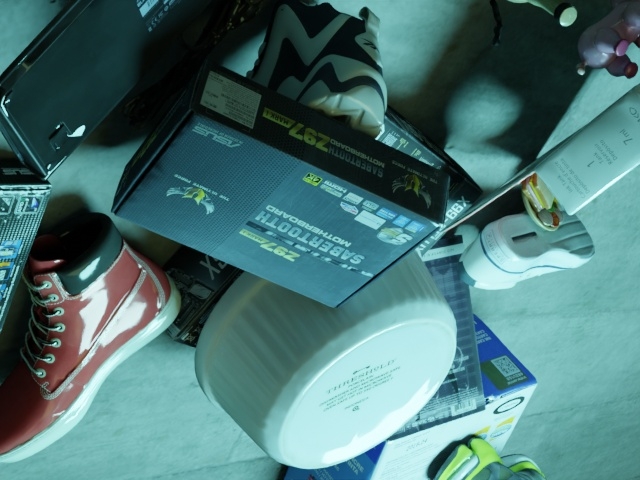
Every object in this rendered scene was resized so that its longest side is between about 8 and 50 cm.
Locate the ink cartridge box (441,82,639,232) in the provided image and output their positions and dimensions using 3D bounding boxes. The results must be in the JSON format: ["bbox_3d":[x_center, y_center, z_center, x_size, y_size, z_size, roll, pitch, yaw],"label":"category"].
[{"bbox_3d":[0.293,-0.096,1.258,0.261,0.066,0.296,-40,176,34],"label":"ink cartridge box"}]

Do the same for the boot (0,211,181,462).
[{"bbox_3d":[-0.259,0.086,1.084,0.244,0.088,0.176,-46,146,-6],"label":"boot"}]

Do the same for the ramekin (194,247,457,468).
[{"bbox_3d":[0.017,0.115,1.203,0.272,0.127,0.273,-25,145,-20],"label":"ramekin"}]

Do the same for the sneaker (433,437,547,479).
[{"bbox_3d":[0.254,0.358,1.588,0.111,0.121,0.300,-48,147,10],"label":"sneaker"}]

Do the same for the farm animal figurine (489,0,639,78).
[{"bbox_3d":[0.311,-0.320,1.116,0.330,0.172,0.327,5,114,-37],"label":"farm animal figurine"}]

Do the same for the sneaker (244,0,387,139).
[{"bbox_3d":[-0.036,-0.136,1.043,0.094,0.153,0.235,35,140,-31],"label":"sneaker"}]

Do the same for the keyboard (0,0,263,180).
[{"bbox_3d":[-0.119,-0.175,0.894,0.317,0.033,0.201,-50,161,-15],"label":"keyboard"}]

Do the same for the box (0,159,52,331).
[{"bbox_3d":[-0.334,0.019,0.967,0.184,0.045,0.191,-4,131,-44],"label":"box"}]

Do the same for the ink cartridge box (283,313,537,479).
[{"bbox_3d":[0.114,0.267,1.582,0.270,0.151,0.395,-14,139,-36],"label":"ink cartridge box"}]

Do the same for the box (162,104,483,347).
[{"bbox_3d":[0.000,0.000,1.239,0.307,0.076,0.242,-48,146,11],"label":"box"}]

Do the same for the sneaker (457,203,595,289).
[{"bbox_3d":[0.257,0.008,1.491,0.091,0.094,0.258,-35,160,34],"label":"sneaker"}]

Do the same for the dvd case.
[{"bbox_3d":[0.121,0.114,1.412,0.164,0.018,0.221,-11,95,-37],"label":"dvd case"}]

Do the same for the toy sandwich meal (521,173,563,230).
[{"bbox_3d":[0.277,-0.053,1.449,0.029,0.086,0.085,-27,158,37],"label":"toy sandwich meal"}]

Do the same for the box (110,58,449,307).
[{"bbox_3d":[-0.037,-0.038,0.994,0.232,0.059,0.183,25,146,-19],"label":"box"}]
